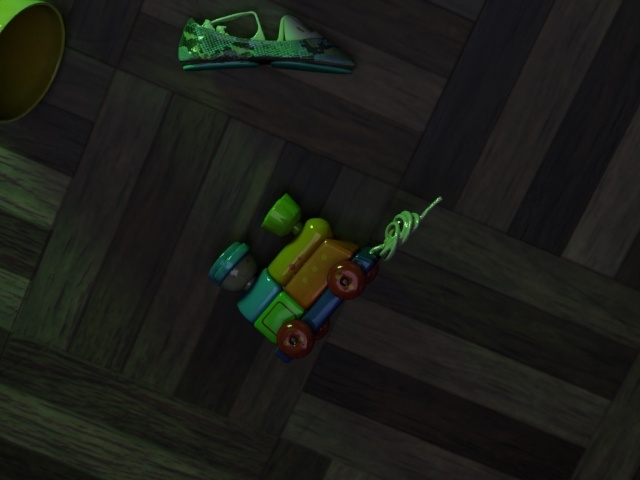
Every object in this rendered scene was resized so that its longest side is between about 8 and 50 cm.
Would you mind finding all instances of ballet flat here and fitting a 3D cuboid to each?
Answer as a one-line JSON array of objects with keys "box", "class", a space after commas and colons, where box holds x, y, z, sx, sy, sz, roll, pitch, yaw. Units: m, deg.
[{"box": [-0.055, -0.209, 1.514, 0.188, 0.070, 0.070, 1, 108, -3], "class": "ballet flat"}]

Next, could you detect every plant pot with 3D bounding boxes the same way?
[{"box": [-0.344, -0.202, 1.495, 0.095, 0.134, 0.134, 27, 108, 19], "class": "plant pot"}]

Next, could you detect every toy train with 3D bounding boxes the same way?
[{"box": [0.000, 0.000, 1.567, 0.143, 0.105, 0.248, 41, 104, 2], "class": "toy train"}]
